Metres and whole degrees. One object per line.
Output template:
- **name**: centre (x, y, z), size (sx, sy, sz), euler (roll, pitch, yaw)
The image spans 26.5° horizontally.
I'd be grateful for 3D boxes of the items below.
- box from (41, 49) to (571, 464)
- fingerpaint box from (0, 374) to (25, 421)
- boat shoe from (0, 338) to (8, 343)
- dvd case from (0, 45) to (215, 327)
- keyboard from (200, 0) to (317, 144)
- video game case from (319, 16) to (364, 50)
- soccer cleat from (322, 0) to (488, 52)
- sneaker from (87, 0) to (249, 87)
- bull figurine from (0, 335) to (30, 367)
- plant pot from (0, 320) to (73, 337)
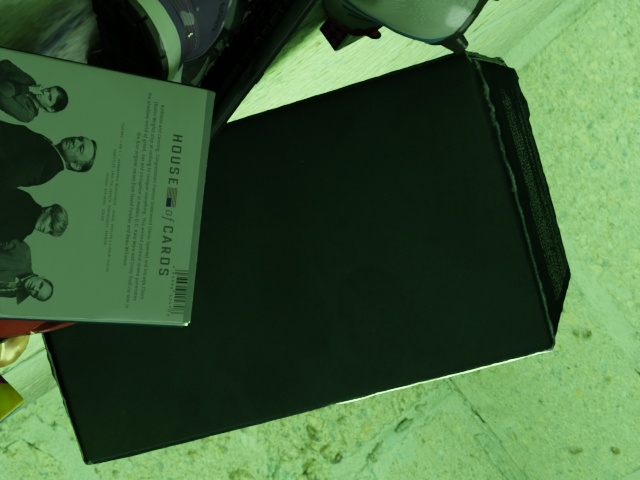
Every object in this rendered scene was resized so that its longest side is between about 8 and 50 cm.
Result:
- **box**: centre (0.000, 0.000, 1.472), size (0.480, 0.297, 0.472), euler (-16, -179, 14)
- **fingerpaint box**: centre (-0.527, 0.276, 1.215), size (0.445, 0.163, 0.371), euler (-43, -179, 14)
- **boat shoe**: centre (-0.449, 0.136, 1.432), size (0.355, 0.130, 0.132), euler (-36, 176, 0)
- **dvd case**: centre (-0.179, -0.033, 0.933), size (0.030, 0.179, 0.239), euler (7, -179, 45)
- **keyboard**: centre (-0.043, -0.193, 1.144), size (0.317, 0.033, 0.201), euler (-48, -163, 38)
- **video game case**: centre (0.120, -0.324, 1.561), size (0.210, 0.042, 0.232), euler (-34, 176, -24)
- **soccer cleat**: centre (0.051, -0.261, 1.271), size (0.116, 0.143, 0.331), euler (-56, -158, 0)
- **sneaker**: centre (-0.107, -0.162, 1.095), size (0.124, 0.107, 0.283), euler (-41, 177, -17)
- **bull figurine**: centre (-0.443, 0.128, 1.612), size (0.188, 0.101, 0.310), euler (-43, 175, 31)
- **plant pot**: centre (-0.248, -0.016, 1.017), size (0.174, 0.191, 0.191), euler (-18, 164, -48)
